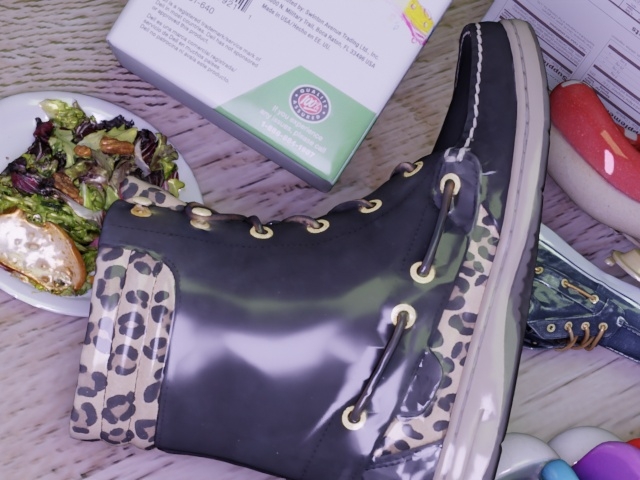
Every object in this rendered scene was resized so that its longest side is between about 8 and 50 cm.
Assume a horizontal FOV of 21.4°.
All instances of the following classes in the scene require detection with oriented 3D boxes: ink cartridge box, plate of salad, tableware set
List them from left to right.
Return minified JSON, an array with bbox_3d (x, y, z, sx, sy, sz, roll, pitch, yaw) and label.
[{"bbox_3d":[-0.176,-0.035,1.232,0.200,0.048,0.199,12,53,-16],"label":"plate of salad"},{"bbox_3d":[-0.003,-0.207,1.298,0.201,0.117,0.278,32,87,0],"label":"ink cartridge box"},{"bbox_3d":[0.295,0.040,1.366,0.169,0.020,0.141,36,16,9],"label":"tableware set"}]

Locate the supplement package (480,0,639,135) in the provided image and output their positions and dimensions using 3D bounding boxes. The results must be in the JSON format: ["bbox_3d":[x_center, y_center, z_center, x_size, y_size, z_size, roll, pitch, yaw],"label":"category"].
[{"bbox_3d":[0.305,-0.252,1.460,0.198,0.262,0.199,38,50,5],"label":"supplement package"}]

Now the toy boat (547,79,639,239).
[{"bbox_3d":[0.293,-0.076,1.382,0.231,0.151,0.151,23,15,-9],"label":"toy boat"}]

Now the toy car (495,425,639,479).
[{"bbox_3d":[0.197,0.193,1.168,0.182,0.136,0.159,2,56,-42],"label":"toy car"}]

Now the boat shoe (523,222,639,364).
[{"bbox_3d":[0.201,0.065,1.328,0.183,0.065,0.083,34,59,5],"label":"boat shoe"}]

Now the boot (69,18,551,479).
[{"bbox_3d":[0.000,0.000,1.154,0.284,0.138,0.377,10,72,1],"label":"boot"}]
